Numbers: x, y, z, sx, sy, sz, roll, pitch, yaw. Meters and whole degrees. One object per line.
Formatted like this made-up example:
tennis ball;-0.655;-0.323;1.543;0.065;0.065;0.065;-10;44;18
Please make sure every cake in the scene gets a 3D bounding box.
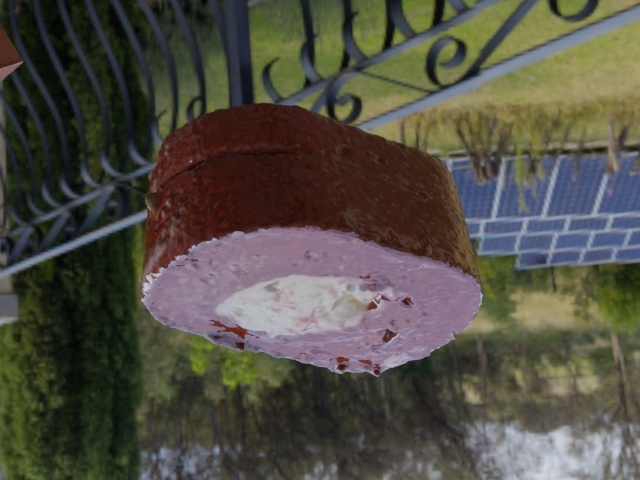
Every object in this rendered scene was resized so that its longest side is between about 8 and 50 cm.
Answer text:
cake;0.000;0.000;0.681;0.283;0.151;0.177;22;132;-29

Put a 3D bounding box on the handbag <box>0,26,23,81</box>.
handbag;-0.437;-0.162;0.949;0.190;0.063;0.127;-25;-170;37
